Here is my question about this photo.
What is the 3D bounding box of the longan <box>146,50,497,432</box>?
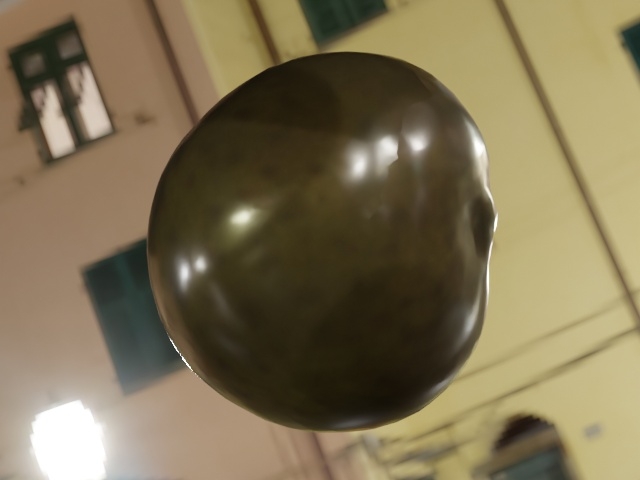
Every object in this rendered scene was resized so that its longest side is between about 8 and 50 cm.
[{"bbox_3d":[0.000,0.000,1.012,0.197,0.196,0.220,-9,-63,-35],"label":"longan"}]
